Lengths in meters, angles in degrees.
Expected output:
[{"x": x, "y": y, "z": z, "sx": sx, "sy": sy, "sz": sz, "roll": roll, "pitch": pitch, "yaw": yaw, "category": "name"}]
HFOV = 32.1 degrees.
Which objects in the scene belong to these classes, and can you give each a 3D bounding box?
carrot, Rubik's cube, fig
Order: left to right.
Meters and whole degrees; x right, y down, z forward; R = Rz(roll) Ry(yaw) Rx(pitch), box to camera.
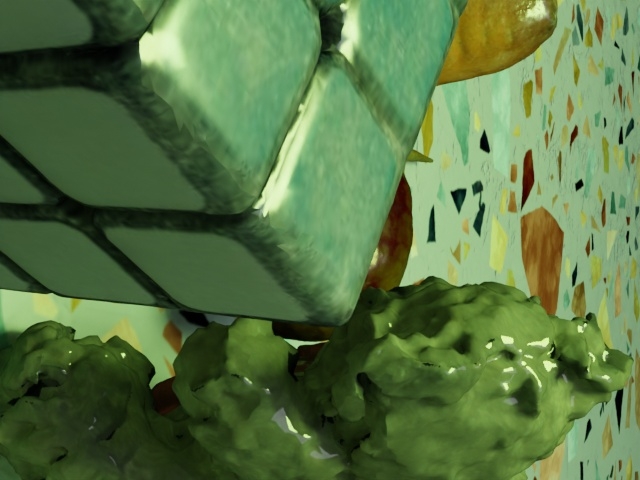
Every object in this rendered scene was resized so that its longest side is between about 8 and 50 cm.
[{"x": -0.141, "y": -0.193, "z": 0.473, "sx": 0.337, "sy": 0.344, "sz": 0.344, "roll": 49, "pitch": 51, "yaw": -47, "category": "Rubik's cube"}, {"x": -0.023, "y": 0.020, "z": 0.960, "sx": 0.290, "sy": 0.191, "sz": 0.190, "roll": 116, "pitch": -4, "yaw": -60, "category": "fig"}, {"x": 0.123, "y": -0.213, "z": 1.112, "sx": 0.159, "sy": 0.225, "sz": 0.159, "roll": 3, "pitch": 90, "yaw": -67, "category": "carrot"}]

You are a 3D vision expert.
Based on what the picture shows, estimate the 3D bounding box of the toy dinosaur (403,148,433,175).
[{"x": 0.083, "y": -0.106, "z": 1.232, "sx": 0.162, "sy": 0.039, "sz": 0.126, "roll": -52, "pitch": 134, "yaw": -49, "category": "toy dinosaur"}]

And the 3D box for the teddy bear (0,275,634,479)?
[{"x": 0.020, "y": 0.116, "z": 0.756, "sx": 0.357, "sy": 0.368, "sz": 0.224, "roll": 26, "pitch": 38, "yaw": -53, "category": "teddy bear"}]
